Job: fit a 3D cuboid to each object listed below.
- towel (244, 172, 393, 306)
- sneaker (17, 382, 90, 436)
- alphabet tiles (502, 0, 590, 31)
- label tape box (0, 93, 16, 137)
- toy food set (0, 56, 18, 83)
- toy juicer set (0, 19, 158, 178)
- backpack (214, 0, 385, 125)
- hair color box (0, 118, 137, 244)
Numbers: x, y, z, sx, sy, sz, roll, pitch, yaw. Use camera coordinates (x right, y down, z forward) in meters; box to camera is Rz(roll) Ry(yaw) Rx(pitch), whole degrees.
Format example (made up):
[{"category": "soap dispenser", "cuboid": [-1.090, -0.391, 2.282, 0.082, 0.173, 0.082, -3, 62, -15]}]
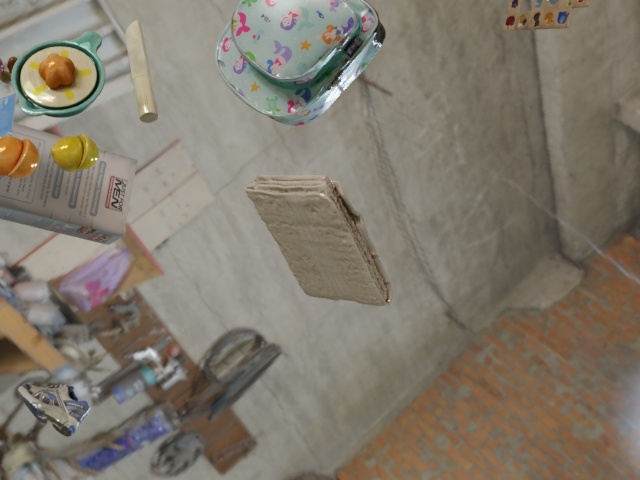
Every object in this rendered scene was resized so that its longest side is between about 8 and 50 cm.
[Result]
[{"category": "towel", "cuboid": [0.000, 0.000, 1.330, 0.187, 0.049, 0.282, 5, -44, 37]}, {"category": "sneaker", "cuboid": [-0.381, 0.233, 1.125, 0.135, 0.058, 0.052, 19, -42, 34]}, {"category": "alphabet tiles", "cuboid": [0.483, -0.540, 1.633, 0.009, 0.198, 0.237, 8, 7, -30]}, {"category": "label tape box", "cuboid": [-0.728, -0.219, 1.370, 0.249, 0.347, 0.115, -123, -163, -57]}, {"category": "toy food set", "cuboid": [-0.480, -0.265, 1.233, 0.122, 0.019, 0.078, 4, -25, 30]}, {"category": "toy juicer set", "cuboid": [-0.367, -0.212, 1.155, 0.209, 0.329, 0.089, 54, -21, 17]}, {"category": "backpack", "cuboid": [-0.045, -0.322, 1.281, 0.225, 0.253, 0.191, 43, 14, 10]}, {"category": "hair color box", "cuboid": [-0.599, -0.128, 1.675, 0.374, 0.186, 0.113, 16, -20, -30]}]
